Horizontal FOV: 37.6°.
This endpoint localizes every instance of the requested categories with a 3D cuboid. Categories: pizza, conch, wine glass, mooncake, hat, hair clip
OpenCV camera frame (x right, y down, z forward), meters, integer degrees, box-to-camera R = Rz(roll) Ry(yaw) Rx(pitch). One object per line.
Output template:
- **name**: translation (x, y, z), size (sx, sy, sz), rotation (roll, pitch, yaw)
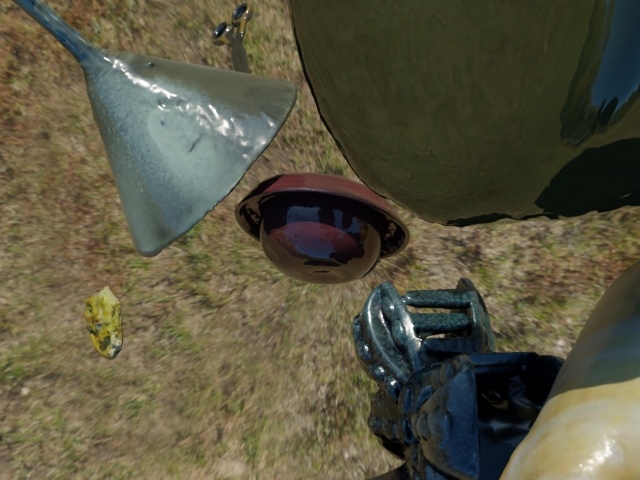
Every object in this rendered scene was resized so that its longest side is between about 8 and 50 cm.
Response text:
- **pizza**: translation (-0.343, 0.125, 1.469), size (0.036, 0.160, 0.099), rotation (-1, 114, -30)
- **conch**: translation (0.184, 0.078, 0.534), size (0.255, 0.158, 0.127), rotation (-13, 75, -40)
- **wine glass**: translation (-0.255, -0.202, 1.002), size (0.406, 0.267, 0.267), rotation (41, 91, -23)
- **mooncake**: translation (0.125, -0.187, 0.524), size (0.194, 0.356, 0.356), rotation (-9, 90, -27)
- **hat**: translation (0.000, 0.000, 1.047), size (0.206, 0.205, 0.089), rotation (8, 66, 2)
- **hair clip**: translation (0.125, 0.167, 0.888), size (0.195, 0.310, 0.206), rotation (-2, 105, -10)

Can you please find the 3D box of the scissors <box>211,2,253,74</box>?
- **scissors**: translation (-0.127, -0.295, 1.446), size (0.088, 0.220, 0.017), rotation (-38, 126, 18)
